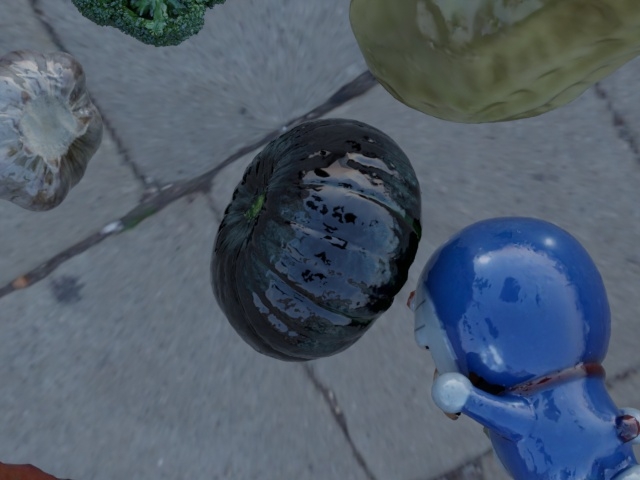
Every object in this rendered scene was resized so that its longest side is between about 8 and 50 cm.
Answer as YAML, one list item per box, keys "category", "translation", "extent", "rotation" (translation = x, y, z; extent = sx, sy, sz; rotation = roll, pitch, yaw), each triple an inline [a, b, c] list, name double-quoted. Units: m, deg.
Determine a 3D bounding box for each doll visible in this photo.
- category: "doll"
  translation: [0.167, 0.108, 1.346]
  extent: [0.161, 0.215, 0.257]
  rotation: [-30, 67, 37]

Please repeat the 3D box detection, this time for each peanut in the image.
- category: "peanut"
  translation: [0.134, -0.158, 0.813]
  extent: [0.147, 0.305, 0.147]
  rotation: [17, 61, -34]

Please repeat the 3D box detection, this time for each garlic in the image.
- category: "garlic"
  translation: [-0.287, -0.107, 1.671]
  extent: [0.147, 0.102, 0.159]
  rotation: [5, 84, -35]

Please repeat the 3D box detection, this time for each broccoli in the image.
- category: "broccoli"
  translation: [-0.163, -0.286, 1.704]
  extent: [0.195, 0.156, 0.195]
  rotation: [7, 73, -22]

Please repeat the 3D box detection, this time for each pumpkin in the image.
- category: "pumpkin"
  translation: [0.000, 0.000, 1.317]
  extent: [0.140, 0.202, 0.202]
  rotation: [27, 93, -21]

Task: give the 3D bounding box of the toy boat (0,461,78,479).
- category: "toy boat"
  translation: [-0.148, 0.178, 0.699]
  extent: [0.133, 0.332, 0.145]
  rotation: [-36, 63, 11]
